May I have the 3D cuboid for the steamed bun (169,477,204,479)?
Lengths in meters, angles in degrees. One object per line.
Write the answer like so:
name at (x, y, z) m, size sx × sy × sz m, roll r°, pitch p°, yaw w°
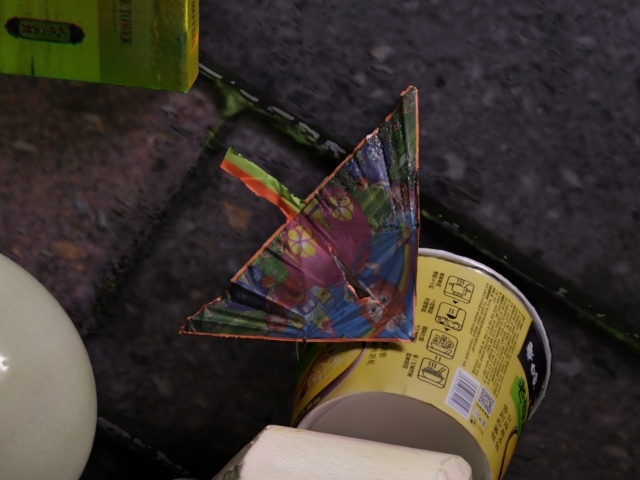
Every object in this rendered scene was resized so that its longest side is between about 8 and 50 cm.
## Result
steamed bun at (-0.073, 0.279, 1.143) m, size 0.384 × 0.247 × 0.236 m, roll 11°, pitch 123°, yaw 7°

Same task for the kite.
kite at (0.000, 0.000, 1.059) m, size 0.190 × 0.010 × 0.159 m, roll -45°, pitch 67°, yaw 9°

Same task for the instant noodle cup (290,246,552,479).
instant noodle cup at (0.047, 0.094, 1.085) m, size 0.151 × 0.122 × 0.151 m, roll 6°, pitch 120°, yaw 11°

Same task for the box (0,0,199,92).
box at (-0.161, -0.147, 1.043) m, size 0.193 × 0.030 × 0.121 m, roll 7°, pitch 121°, yaw 7°

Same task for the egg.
egg at (-0.249, 0.079, 1.101) m, size 0.254 × 0.188 × 0.188 m, roll 22°, pitch 122°, yaw 11°

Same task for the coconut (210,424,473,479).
coconut at (-0.004, 0.165, 0.984) m, size 0.153 × 0.147 × 0.147 m, roll 5°, pitch 120°, yaw 10°
